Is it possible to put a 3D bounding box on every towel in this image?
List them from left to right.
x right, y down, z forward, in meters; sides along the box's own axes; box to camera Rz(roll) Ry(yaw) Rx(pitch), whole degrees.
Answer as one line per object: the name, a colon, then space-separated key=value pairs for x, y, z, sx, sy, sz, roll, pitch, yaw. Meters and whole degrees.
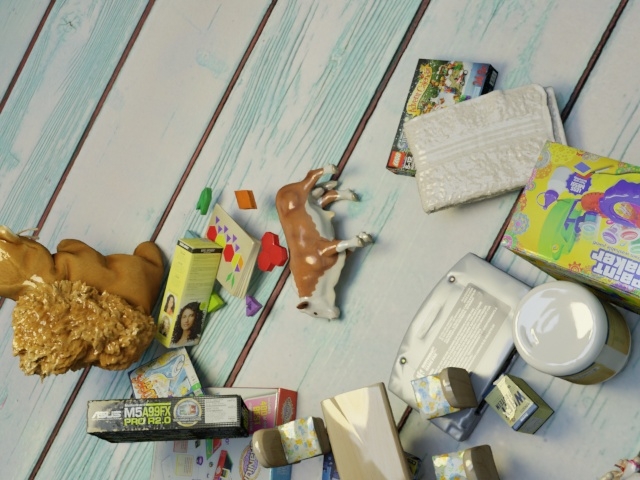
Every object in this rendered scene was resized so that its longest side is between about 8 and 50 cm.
towel: x=0.300 y=-0.167 z=1.618 sx=0.282 sy=0.049 sz=0.187 roll=-16 pitch=73 yaw=17

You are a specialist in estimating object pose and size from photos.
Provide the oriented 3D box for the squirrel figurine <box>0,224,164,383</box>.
squirrel figurine: x=-0.544 y=0.115 z=1.889 sx=0.281 sy=0.371 sz=0.397 roll=-54 pitch=29 yaw=12

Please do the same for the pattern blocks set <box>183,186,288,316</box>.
pattern blocks set: x=-0.193 y=0.024 z=1.904 sx=0.325 sy=0.026 sz=0.285 roll=52 pitch=125 yaw=37

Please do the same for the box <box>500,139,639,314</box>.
box: x=0.477 y=0.009 z=1.343 sx=0.290 sy=0.279 sz=0.177 roll=24 pitch=90 yaw=36

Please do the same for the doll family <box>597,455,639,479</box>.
doll family: x=0.412 y=0.443 z=1.337 sx=0.163 sy=0.118 sz=0.262 roll=-2 pitch=71 yaw=69

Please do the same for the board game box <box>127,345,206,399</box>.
board game box: x=-0.320 y=0.300 z=1.857 sx=0.136 sy=0.035 sz=0.201 roll=-28 pitch=26 yaw=-9

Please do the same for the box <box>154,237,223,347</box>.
box: x=-0.282 y=0.112 z=1.912 sx=0.058 sy=0.087 sz=0.232 roll=27 pitch=109 yaw=39

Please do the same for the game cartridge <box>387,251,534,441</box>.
game cartridge: x=0.250 y=0.179 z=1.587 sx=0.196 sy=0.060 sz=0.294 roll=34 pitch=96 yaw=33

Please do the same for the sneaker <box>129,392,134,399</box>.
sneaker: x=-0.396 y=0.372 z=1.968 sx=0.188 sy=0.067 sz=0.078 roll=-51 pitch=25 yaw=20

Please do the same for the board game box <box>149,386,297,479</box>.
board game box: x=-0.202 y=0.418 z=1.813 sx=0.317 sy=0.064 sz=0.242 roll=-4 pitch=74 yaw=33

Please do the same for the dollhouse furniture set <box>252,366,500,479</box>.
dollhouse furniture set: x=0.090 y=0.432 z=1.427 sx=0.362 sy=0.256 sz=0.394 roll=-21 pitch=73 yaw=19

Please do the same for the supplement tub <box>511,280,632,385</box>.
supplement tub: x=0.399 y=0.149 z=1.402 sx=0.144 sy=0.200 sz=0.144 roll=-11 pitch=70 yaw=31

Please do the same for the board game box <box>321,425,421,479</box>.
board game box: x=0.076 y=0.456 z=1.615 sx=0.194 sy=0.060 sz=0.194 roll=15 pitch=88 yaw=32

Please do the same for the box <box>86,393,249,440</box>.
box: x=-0.272 y=0.330 z=1.645 sx=0.270 sy=0.216 sz=0.060 roll=-2 pitch=73 yaw=-1

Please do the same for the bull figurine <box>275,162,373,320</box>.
bull figurine: x=0.000 y=0.000 z=1.783 sx=0.188 sy=0.101 sz=0.310 roll=-30 pitch=63 yaw=19

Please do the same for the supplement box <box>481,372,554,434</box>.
supplement box: x=0.328 y=0.271 z=1.486 sx=0.056 sy=0.083 sz=0.083 roll=-51 pitch=55 yaw=11

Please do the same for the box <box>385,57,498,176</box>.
box: x=0.232 y=-0.231 z=1.726 sx=0.159 sy=0.044 sz=0.233 roll=13 pitch=83 yaw=36
